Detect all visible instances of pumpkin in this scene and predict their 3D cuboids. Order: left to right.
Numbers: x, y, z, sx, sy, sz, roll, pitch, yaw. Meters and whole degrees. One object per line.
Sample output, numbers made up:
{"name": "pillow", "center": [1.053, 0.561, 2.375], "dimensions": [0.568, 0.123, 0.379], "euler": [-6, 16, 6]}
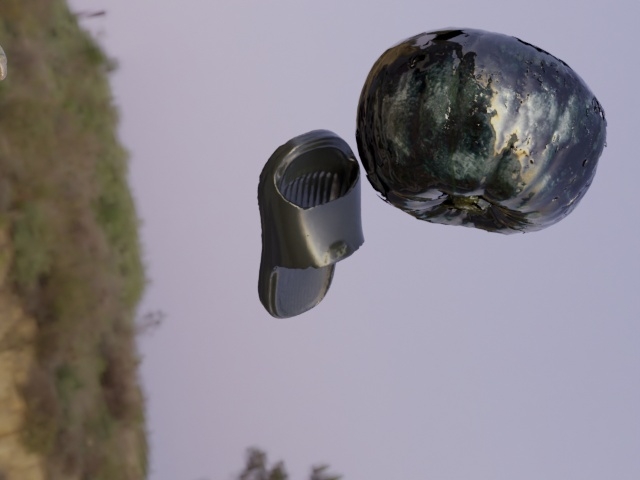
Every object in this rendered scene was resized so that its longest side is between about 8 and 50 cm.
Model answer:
{"name": "pumpkin", "center": [0.143, -0.097, 1.381], "dimensions": [0.233, 0.233, 0.163], "euler": [146, -43, -73]}

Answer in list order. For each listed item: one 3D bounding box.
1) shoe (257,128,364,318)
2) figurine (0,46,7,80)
{"name": "shoe", "center": [0.000, 0.000, 1.521], "dimensions": [0.093, 0.108, 0.241], "euler": [46, -35, 34]}
{"name": "figurine", "center": [-0.549, -0.241, 2.152], "dimensions": [0.167, 0.192, 0.257], "euler": [39, -78, 44]}
